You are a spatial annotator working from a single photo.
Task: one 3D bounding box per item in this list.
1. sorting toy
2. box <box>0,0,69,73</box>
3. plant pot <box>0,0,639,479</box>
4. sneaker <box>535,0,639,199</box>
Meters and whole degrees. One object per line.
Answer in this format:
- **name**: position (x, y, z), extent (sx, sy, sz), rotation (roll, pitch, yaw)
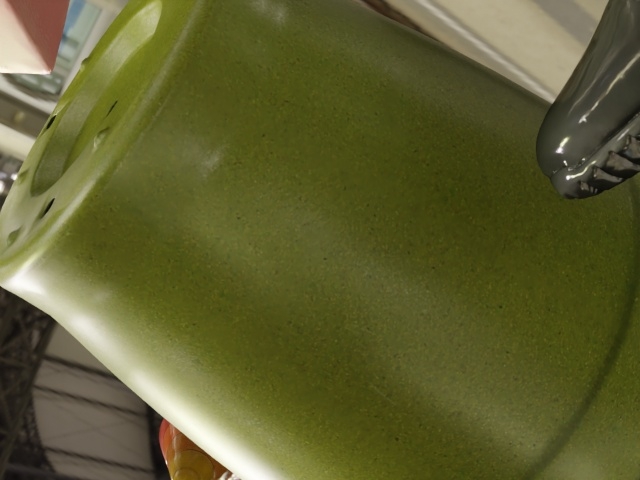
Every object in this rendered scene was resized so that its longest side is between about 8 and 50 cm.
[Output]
- **sorting toy**: position (-0.025, 0.299, 0.965), extent (0.365, 0.127, 0.126), rotation (27, -167, 1)
- **box**: position (-0.337, -0.267, 0.795), extent (0.149, 0.127, 0.232), rotation (3, 159, 4)
- **plant pot**: position (0.000, 0.000, 0.578), extent (0.353, 0.366, 0.366), rotation (34, -179, -26)
- **sneaker**: position (0.175, -0.172, 0.358), extent (0.146, 0.330, 0.122), rotation (41, -163, 19)
